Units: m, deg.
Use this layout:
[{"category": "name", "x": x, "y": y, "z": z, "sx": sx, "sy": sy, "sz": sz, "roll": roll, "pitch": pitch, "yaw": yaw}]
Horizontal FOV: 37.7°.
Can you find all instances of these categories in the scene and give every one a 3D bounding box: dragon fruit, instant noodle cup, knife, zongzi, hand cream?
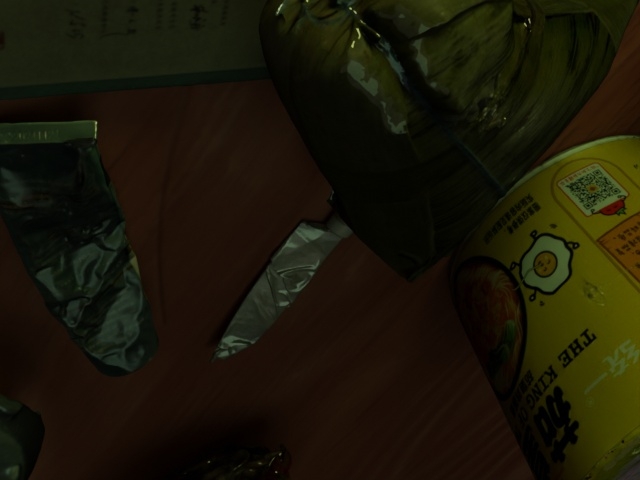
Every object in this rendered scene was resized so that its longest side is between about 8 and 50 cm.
[{"category": "dragon fruit", "x": -0.083, "y": 0.262, "z": 0.887, "sx": 0.218, "sy": 0.223, "sz": 0.148, "roll": 13, "pitch": 90, "yaw": -54}, {"category": "instant noodle cup", "x": 0.277, "y": 0.081, "z": 0.813, "sx": 0.325, "sy": 0.254, "sz": 0.326, "roll": -17, "pitch": 142, "yaw": -14}, {"category": "knife", "x": -0.001, "y": -0.002, "z": 0.734, "sx": 0.047, "sy": 0.017, "sz": 0.298, "roll": 20, "pitch": 122, "yaw": -36}, {"category": "zongzi", "x": 0.101, "y": -0.132, "z": 0.554, "sx": 0.274, "sy": 0.125, "sz": 0.251, "roll": -41, "pitch": 154, "yaw": -5}, {"category": "hand cream", "x": -0.155, "y": 0.017, "z": 0.625, "sx": 0.075, "sy": 0.052, "sz": 0.248, "roll": -21, "pitch": 143, "yaw": -11}]

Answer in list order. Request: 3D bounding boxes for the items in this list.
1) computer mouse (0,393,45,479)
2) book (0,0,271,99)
[{"category": "computer mouse", "x": -0.365, "y": 0.202, "z": 0.662, "sx": 0.374, "sy": 0.114, "sz": 0.203, "roll": -39, "pitch": 141, "yaw": 1}, {"category": "book", "x": -0.116, "y": -0.156, "z": 0.468, "sx": 0.282, "sy": 0.025, "sz": 0.215, "roll": -8, "pitch": 141, "yaw": -25}]
